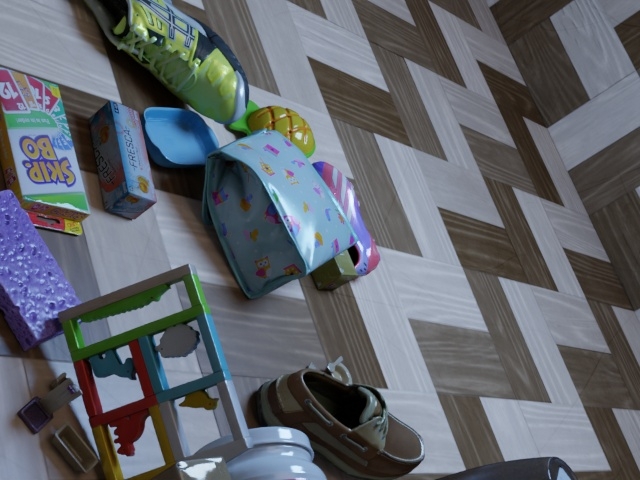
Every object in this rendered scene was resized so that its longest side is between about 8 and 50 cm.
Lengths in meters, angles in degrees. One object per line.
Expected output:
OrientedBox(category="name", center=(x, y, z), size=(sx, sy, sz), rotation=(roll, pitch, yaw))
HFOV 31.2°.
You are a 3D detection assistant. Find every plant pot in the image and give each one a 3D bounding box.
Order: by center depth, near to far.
OrientedBox(category="plant pot", center=(0.334, 0.470, 1.989), size=(0.215, 0.230, 0.215), rotation=(38, 33, -31))

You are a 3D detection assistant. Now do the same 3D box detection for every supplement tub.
OrientedBox(category="supplement tub", center=(-0.067, 0.400, 1.487), size=(0.191, 0.191, 0.272), rotation=(22, 43, -46))

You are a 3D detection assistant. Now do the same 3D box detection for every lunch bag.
OrientedBox(category="lunch bag", center=(-0.085, -0.059, 1.970), size=(0.262, 0.160, 0.223), rotation=(62, 29, -2))

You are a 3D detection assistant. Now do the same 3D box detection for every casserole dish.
OrientedBox(category="casserole dish", center=(-0.245, -0.171, 1.964), size=(0.188, 0.037, 0.114), rotation=(-7, 67, -58))

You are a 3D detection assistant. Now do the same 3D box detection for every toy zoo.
OrientedBox(category="toy zoo", center=(-0.206, 0.198, 1.461), size=(0.030, 0.192, 0.293), rotation=(32, 39, -76))

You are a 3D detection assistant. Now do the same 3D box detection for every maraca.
OrientedBox(category="maraca", center=(-0.095, -0.210, 2.179), size=(0.185, 0.099, 0.127), rotation=(28, 35, 1))

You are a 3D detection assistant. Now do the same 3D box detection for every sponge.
OrientedBox(category="sponge", center=(-0.402, 0.035, 1.517), size=(0.210, 0.031, 0.117), rotation=(57, 29, 2))

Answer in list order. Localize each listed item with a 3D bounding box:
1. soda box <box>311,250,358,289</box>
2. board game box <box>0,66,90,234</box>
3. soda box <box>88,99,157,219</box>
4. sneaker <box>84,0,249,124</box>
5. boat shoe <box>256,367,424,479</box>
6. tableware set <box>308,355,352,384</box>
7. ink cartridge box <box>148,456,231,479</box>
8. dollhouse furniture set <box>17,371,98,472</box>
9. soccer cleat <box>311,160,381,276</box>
OrientedBox(category="soda box", center=(0.000, 0.000, 2.136), size=(0.058, 0.061, 0.181), rotation=(5, 57, -56))
OrientedBox(category="board game box", center=(-0.414, -0.132, 1.672), size=(0.124, 0.039, 0.259), rotation=(14, 52, -50))
OrientedBox(category="soda box", center=(-0.311, -0.126, 1.794), size=(0.063, 0.058, 0.183), rotation=(21, 43, -47))
OrientedBox(category="sneaker", center=(-0.286, -0.340, 1.994), size=(0.385, 0.145, 0.147), rotation=(45, 36, 1))
OrientedBox(category="boat shoe", center=(0.052, 0.291, 1.824), size=(0.324, 0.120, 0.122), rotation=(25, 41, -33))
OrientedBox(category="tableware set", center=(0.036, 0.275, 1.953), size=(0.169, 0.020, 0.141), rotation=(59, 29, 4))
OrientedBox(category="ink cartridge box", center=(-0.164, 0.398, 1.337), size=(0.088, 0.193, 0.235), rotation=(6, 55, -52))
OrientedBox(category="dollhouse furniture set", center=(-0.296, 0.220, 1.435), size=(0.114, 0.081, 0.091), rotation=(53, 29, -6))
OrientedBox(category="soccer cleat", center=(0.034, -0.044, 2.221), size=(0.095, 0.083, 0.248), rotation=(-13, 74, -55))
